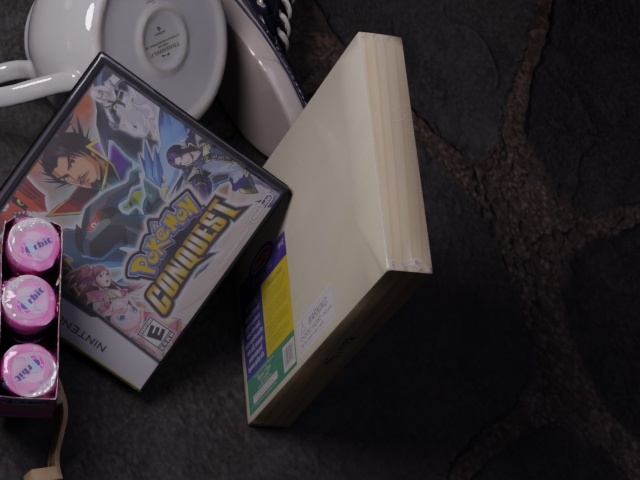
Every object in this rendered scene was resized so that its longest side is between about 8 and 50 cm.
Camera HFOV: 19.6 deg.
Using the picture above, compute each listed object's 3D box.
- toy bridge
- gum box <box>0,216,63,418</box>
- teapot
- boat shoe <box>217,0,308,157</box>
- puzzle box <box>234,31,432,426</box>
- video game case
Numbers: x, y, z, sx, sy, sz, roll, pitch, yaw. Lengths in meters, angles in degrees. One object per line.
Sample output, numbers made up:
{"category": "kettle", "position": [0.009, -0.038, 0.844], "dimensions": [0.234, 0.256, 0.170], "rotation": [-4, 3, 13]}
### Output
{"category": "toy bridge", "position": [-0.295, 0.169, 1.914], "dimensions": [0.063, 0.026, 0.188], "rotation": [-5, 68, -37]}
{"category": "gum box", "position": [-0.293, 0.076, 1.856], "dimensions": [0.062, 0.107, 0.188], "rotation": [3, 74, -10]}
{"category": "teapot", "position": [-0.244, -0.222, 2.075], "dimensions": [0.256, 0.187, 0.252], "rotation": [30, 70, -49]}
{"category": "boat shoe", "position": [-0.071, -0.263, 2.245], "dimensions": [0.158, 0.127, 0.340], "rotation": [-26, 80, -33]}
{"category": "puzzle box", "position": [0.000, 0.000, 1.961], "dimensions": [0.052, 0.409, 0.272], "rotation": [5, 62, -22]}
{"category": "video game case", "position": [-0.212, -0.017, 1.959], "dimensions": [0.248, 0.035, 0.275], "rotation": [36, 92, -12]}
